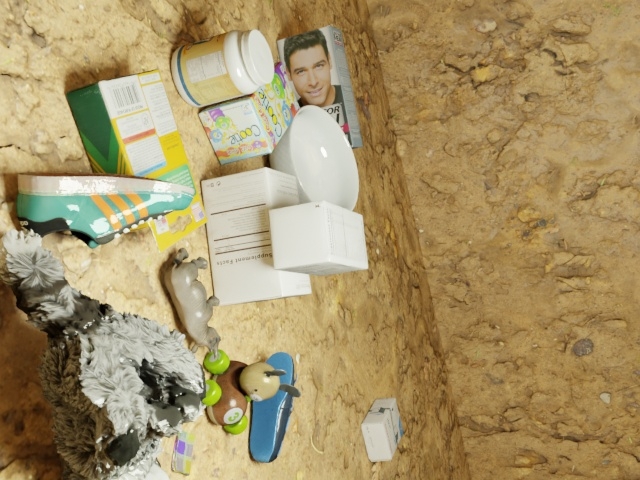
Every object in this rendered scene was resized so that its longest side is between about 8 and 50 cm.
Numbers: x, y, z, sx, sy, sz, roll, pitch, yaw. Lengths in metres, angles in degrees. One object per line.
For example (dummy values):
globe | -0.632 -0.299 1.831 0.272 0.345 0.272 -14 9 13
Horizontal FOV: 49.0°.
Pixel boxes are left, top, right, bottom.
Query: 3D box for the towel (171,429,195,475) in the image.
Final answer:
towel | -0.269 0.418 1.382 0.060 0.009 0.083 50 37 -51

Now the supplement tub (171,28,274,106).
supplement tub | -0.221 -0.393 1.598 0.144 0.200 0.144 -10 90 -69

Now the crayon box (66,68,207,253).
crayon box | -0.342 -0.151 1.348 0.203 0.083 0.322 -47 123 -63

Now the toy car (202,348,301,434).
toy car | -0.142 0.318 1.500 0.149 0.188 0.155 -80 151 -42

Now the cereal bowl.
cereal bowl | -0.036 -0.208 2.020 0.339 0.141 0.338 27 55 -47

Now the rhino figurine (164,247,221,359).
rhino figurine | -0.257 0.142 1.449 0.106 0.073 0.243 -58 136 -65

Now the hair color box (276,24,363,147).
hair color box | -0.001 -0.458 2.200 0.113 0.185 0.374 -17 97 -68

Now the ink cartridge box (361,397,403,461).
ink cartridge box | 0.213 0.644 2.398 0.191 0.082 0.139 -39 117 -68

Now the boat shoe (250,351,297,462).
boat shoe | -0.117 0.398 1.682 0.089 0.109 0.258 54 49 -61

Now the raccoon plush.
raccoon plush | -0.369 0.227 1.089 0.446 0.299 0.216 52 33 17

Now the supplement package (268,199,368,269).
supplement package | 0.000 0.000 1.586 0.244 0.134 0.139 16 67 -66

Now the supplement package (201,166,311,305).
supplement package | -0.147 -0.004 1.646 0.177 0.175 0.292 5 77 -69

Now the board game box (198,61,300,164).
board game box | -0.172 -0.326 1.768 0.275 0.144 0.142 -68 142 -55

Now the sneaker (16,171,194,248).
sneaker | -0.353 -0.050 1.174 0.302 0.108 0.121 -2 100 -40
